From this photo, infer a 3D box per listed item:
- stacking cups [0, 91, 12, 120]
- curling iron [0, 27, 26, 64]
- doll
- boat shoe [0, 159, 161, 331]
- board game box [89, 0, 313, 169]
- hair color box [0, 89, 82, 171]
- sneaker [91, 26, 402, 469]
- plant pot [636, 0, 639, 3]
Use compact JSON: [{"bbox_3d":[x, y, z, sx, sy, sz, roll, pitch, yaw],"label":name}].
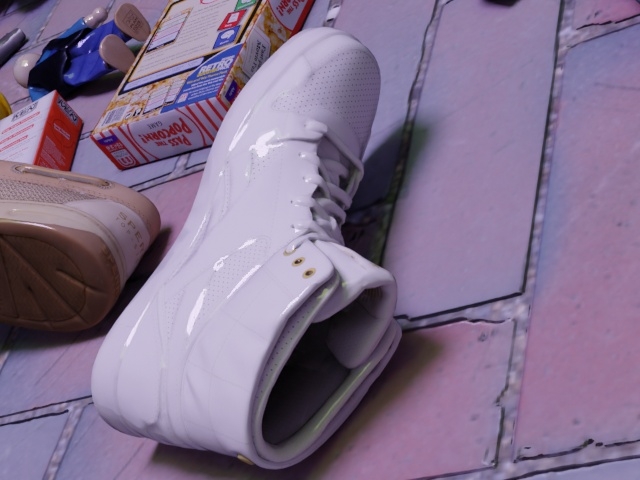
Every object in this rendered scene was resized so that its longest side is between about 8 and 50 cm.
[{"bbox_3d":[-0.350,-0.021,1.110,0.096,0.096,0.316,-24,36,22],"label":"stacking cups"},{"bbox_3d":[-0.434,-0.144,1.390,0.274,0.035,0.068,-44,34,-7],"label":"curling iron"},{"bbox_3d":[-0.239,-0.180,1.234,0.189,0.046,0.129,-10,52,46],"label":"doll"},{"bbox_3d":[-0.289,-0.011,0.963,0.341,0.121,0.110,11,35,16],"label":"boat shoe"},{"bbox_3d":[-0.095,-0.155,1.065,0.147,0.045,0.193,-11,42,36],"label":"board game box"},{"bbox_3d":[-0.261,-0.066,1.121,0.072,0.043,0.141,-24,37,21],"label":"hair color box"},{"bbox_3d":[0.000,0.000,0.745,0.169,0.108,0.292,8,65,46],"label":"sneaker"},{"bbox_3d":[0.251,-0.230,0.650,0.248,0.247,0.252,-32,53,10],"label":"plant pot"}]
